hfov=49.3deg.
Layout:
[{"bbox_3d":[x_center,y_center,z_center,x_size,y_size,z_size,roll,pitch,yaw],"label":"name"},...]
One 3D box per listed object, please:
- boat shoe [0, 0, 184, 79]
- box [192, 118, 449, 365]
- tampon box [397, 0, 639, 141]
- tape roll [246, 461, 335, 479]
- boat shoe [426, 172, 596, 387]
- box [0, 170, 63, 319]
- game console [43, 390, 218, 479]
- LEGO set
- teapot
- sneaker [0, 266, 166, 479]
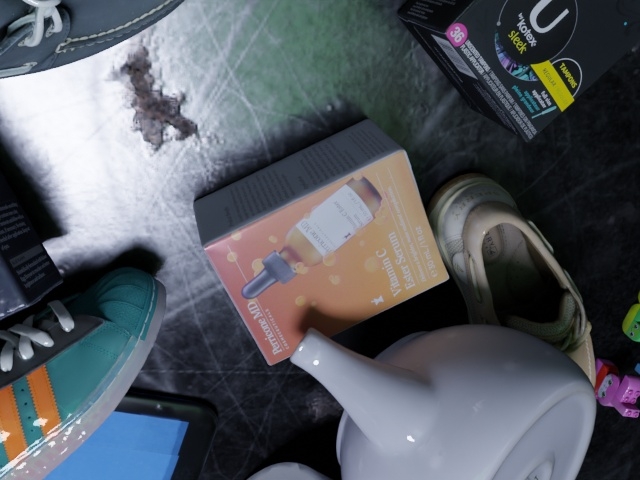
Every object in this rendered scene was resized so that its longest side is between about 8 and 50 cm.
[{"bbox_3d":[-0.194,-0.131,0.406,0.319,0.099,0.116,-26,138,-33],"label":"boat shoe"},{"bbox_3d":[0.000,0.000,0.586,0.170,0.091,0.130,-27,119,-2],"label":"box"},{"bbox_3d":[0.167,-0.182,0.537,0.161,0.101,0.120,-44,119,8],"label":"tampon box"},{"bbox_3d":[-0.007,0.363,0.674,0.169,0.246,0.246,36,102,-28],"label":"tape roll"},{"bbox_3d":[0.202,0.072,0.672,0.109,0.098,0.302,-33,119,2],"label":"boat shoe"},{"bbox_3d":[-0.297,0.003,0.484,0.156,0.093,0.158,-27,100,-1],"label":"box"},{"bbox_3d":[-0.254,0.273,0.611,0.293,0.250,0.173,14,137,-21],"label":"game console"},{"bbox_3d":[0.383,0.100,0.738,0.087,0.093,0.227,11,112,-20],"label":"LEGO set"},{"bbox_3d":[0.106,0.173,0.616,0.252,0.187,0.256,-21,125,-38],"label":"teapot"},{"bbox_3d":[-0.252,0.120,0.533,0.302,0.108,0.121,-48,122,-13],"label":"sneaker"}]
